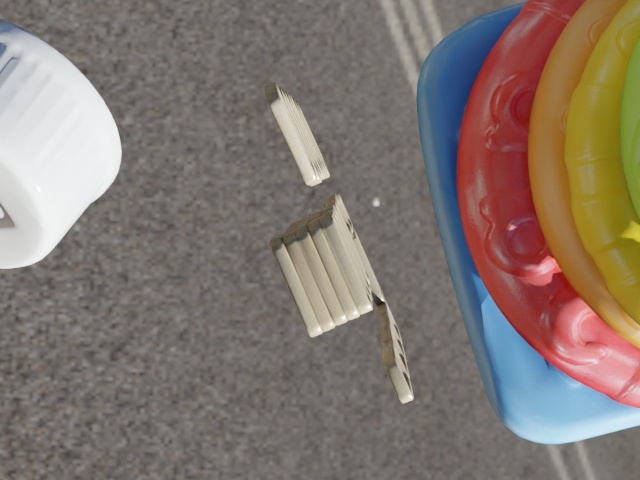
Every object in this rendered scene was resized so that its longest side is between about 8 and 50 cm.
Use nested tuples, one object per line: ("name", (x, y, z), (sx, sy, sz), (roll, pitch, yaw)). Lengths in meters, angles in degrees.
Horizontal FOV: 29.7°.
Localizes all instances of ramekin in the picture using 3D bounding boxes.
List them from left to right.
("ramekin", (-0.367, -0.097, 1.288), (0.277, 0.277, 0.135), (69, 34, -41))

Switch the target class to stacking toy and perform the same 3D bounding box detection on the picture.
("stacking toy", (0.135, -0.026, 0.314), (0.302, 0.175, 0.165), (139, -62, -86))

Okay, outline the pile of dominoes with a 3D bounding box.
("pile of dominoes", (0.000, 0.000, 0.776), (0.251, 0.040, 0.196), (-73, 139, -85))
